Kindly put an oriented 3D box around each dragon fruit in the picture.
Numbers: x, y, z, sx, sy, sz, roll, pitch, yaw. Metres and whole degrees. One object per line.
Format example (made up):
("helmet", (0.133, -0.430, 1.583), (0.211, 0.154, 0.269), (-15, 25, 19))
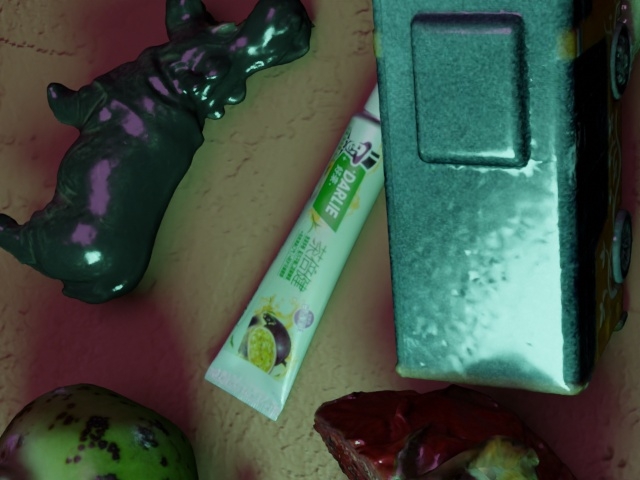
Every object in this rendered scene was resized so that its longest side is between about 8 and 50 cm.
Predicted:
("dragon fruit", (0.143, 0.214, 1.011), (0.152, 0.205, 0.317), (-31, 82, -10))

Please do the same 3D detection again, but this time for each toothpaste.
("toothpaste", (0.000, 0.000, 1.204), (0.314, 0.056, 0.058), (-63, 26, 4))

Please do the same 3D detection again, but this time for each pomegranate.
("pomegranate", (-0.213, 0.225, 1.130), (0.214, 0.248, 0.214), (-6, 81, 38))

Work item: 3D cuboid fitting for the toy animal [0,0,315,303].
("toy animal", (-0.161, -0.106, 1.255), (0.168, 0.106, 0.343), (35, 90, 24))

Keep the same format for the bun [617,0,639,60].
("bun", (0.172, -0.207, 1.125), (0.221, 0.108, 0.221), (8, 109, 22))

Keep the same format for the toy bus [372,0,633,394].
("toy bus", (0.138, -0.061, 1.020), (0.161, 0.194, 0.324), (4, 113, 23))
